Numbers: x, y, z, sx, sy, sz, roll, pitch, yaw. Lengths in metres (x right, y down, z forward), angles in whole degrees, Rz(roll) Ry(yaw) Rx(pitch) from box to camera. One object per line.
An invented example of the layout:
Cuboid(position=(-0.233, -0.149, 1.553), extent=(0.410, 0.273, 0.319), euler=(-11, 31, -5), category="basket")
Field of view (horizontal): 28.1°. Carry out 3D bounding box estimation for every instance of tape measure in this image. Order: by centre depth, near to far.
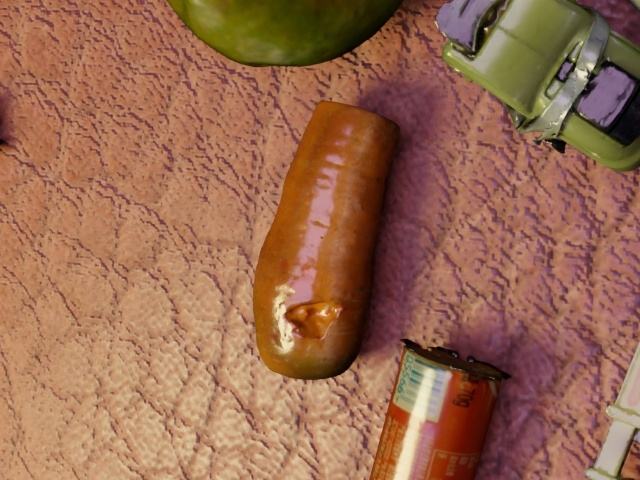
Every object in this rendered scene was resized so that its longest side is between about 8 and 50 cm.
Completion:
Cuboid(position=(0.150, -0.104, 0.798), extent=(0.154, 0.177, 0.088), euler=(33, 103, 5), category="tape measure")

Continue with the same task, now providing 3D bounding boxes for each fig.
Cuboid(position=(-0.046, -0.251, 0.883), extent=(0.206, 0.206, 0.275), euler=(-51, 40, 15), category="fig")

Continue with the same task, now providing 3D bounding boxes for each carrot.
Cuboid(position=(0.000, 0.000, 0.901), extent=(0.087, 0.087, 0.194), euler=(9, 92, 22), category="carrot")

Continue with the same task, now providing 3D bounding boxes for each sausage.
Cuboid(position=(0.058, 0.203, 0.885), extent=(0.083, 0.083, 0.264), euler=(18, 99, 21), category="sausage")

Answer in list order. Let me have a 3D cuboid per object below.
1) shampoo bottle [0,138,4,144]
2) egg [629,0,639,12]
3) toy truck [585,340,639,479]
Cuboid(position=(-0.345, -0.072, 1.055), extent=(0.183, 0.050, 0.087), euler=(-12, 79, 22), category="shampoo bottle")
Cuboid(position=(0.236, -0.294, 0.722), extent=(0.229, 0.230, 0.371), euler=(2, 97, 22), category="egg")
Cuboid(position=(0.226, 0.138, 0.813), extent=(0.100, 0.077, 0.169), euler=(19, 99, 18), category="toy truck")
